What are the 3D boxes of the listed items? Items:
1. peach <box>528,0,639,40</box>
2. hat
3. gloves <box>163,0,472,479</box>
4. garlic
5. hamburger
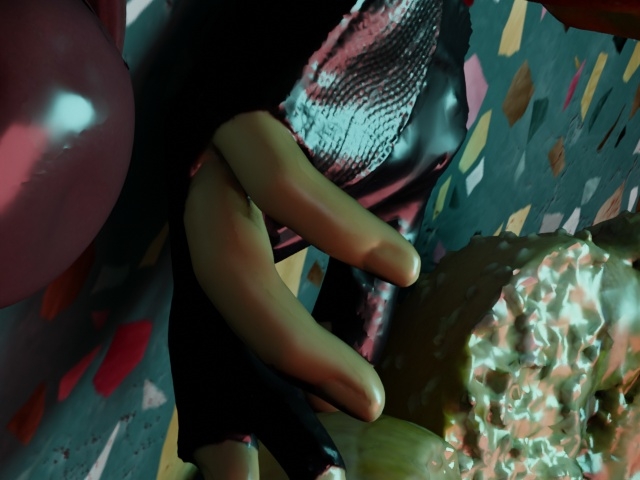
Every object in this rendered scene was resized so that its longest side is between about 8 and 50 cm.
[{"bbox_3d":[0.194,-0.233,1.166,0.243,0.200,0.243,-158,-90,-87],"label":"peach"},{"bbox_3d":[-0.129,-0.034,0.770,0.205,0.089,0.205,-50,155,-32],"label":"hat"},{"bbox_3d":[-0.005,-0.005,1.003,0.197,0.152,0.301,46,46,-62],"label":"gloves"},{"bbox_3d":[-0.003,0.211,1.259,0.145,0.164,0.245,-52,165,-57],"label":"garlic"},{"bbox_3d":[0.131,0.194,1.414,0.268,0.287,0.445,-6,99,-25],"label":"hamburger"}]
